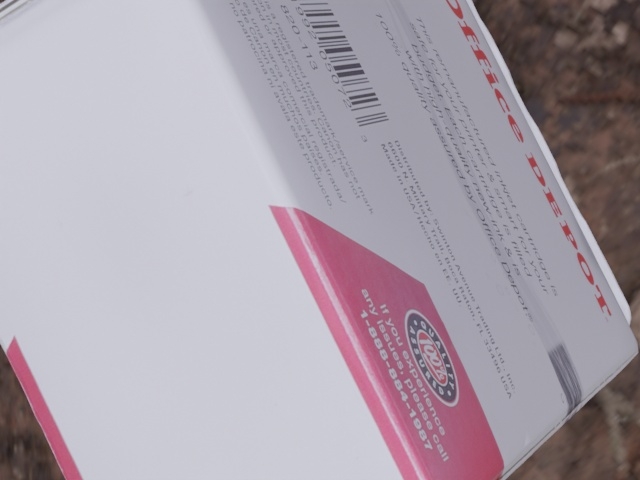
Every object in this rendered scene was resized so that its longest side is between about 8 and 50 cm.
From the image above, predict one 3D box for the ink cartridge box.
[{"bbox_3d":[0.000,0.000,0.667,0.117,0.283,0.207,-28,87,22],"label":"ink cartridge box"}]
